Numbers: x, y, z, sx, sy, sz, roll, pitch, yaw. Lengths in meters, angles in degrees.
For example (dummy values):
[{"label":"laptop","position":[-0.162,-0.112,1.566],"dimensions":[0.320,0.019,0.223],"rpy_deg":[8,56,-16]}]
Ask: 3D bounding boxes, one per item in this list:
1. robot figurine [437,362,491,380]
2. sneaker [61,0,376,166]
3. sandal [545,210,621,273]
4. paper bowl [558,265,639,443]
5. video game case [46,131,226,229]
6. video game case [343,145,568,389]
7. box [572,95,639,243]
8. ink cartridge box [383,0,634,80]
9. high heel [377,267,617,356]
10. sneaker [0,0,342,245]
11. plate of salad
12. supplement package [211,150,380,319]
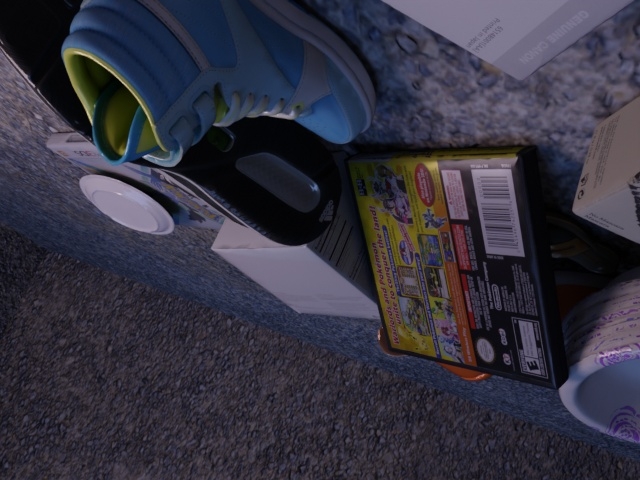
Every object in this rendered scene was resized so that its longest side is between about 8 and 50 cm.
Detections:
[{"label":"robot figurine","position":[0.286,0.206,1.401],"dimensions":[0.158,0.128,0.219],"rpy_deg":[-16,142,40]},{"label":"sneaker","position":[-0.088,-0.126,0.627],"dimensions":[0.127,0.208,0.319],"rpy_deg":[3,156,48]},{"label":"sandal","position":[0.295,0.008,0.860],"dimensions":[0.180,0.049,0.072],"rpy_deg":[27,164,-20]},{"label":"paper bowl","position":[0.430,0.129,0.819],"dimensions":[0.285,0.148,0.284],"rpy_deg":[10,145,7]},{"label":"video game case","position":[-0.308,-0.106,1.321],"dimensions":[0.300,0.036,0.329],"rpy_deg":[7,159,44]},{"label":"video game case","position":[0.154,0.026,0.825],"dimensions":[0.248,0.035,0.274],"rpy_deg":[5,116,46]},{"label":"box","position":[0.302,-0.072,0.491],"dimensions":[0.113,0.094,0.275],"rpy_deg":[22,165,-3]},{"label":"ink cartridge box","position":[0.077,-0.218,0.354],"dimensions":[0.261,0.066,0.296],"rpy_deg":[24,165,-10]},{"label":"high heel","position":[0.275,0.105,1.043],"dimensions":[0.378,0.127,0.181],"rpy_deg":[-6,180,14]},{"label":"sneaker","position":[-0.204,-0.147,0.794],"dimensions":[0.447,0.169,0.258],"rpy_deg":[40,165,-31]},{"label":"plate of salad","position":[-0.372,-0.074,1.362],"dimensions":[0.200,0.048,0.199],"rpy_deg":[18,154,9]},{"label":"supplement package","position":[0.000,0.000,0.991],"dimensions":[0.194,0.149,0.203],"rpy_deg":[-2,147,44]}]
